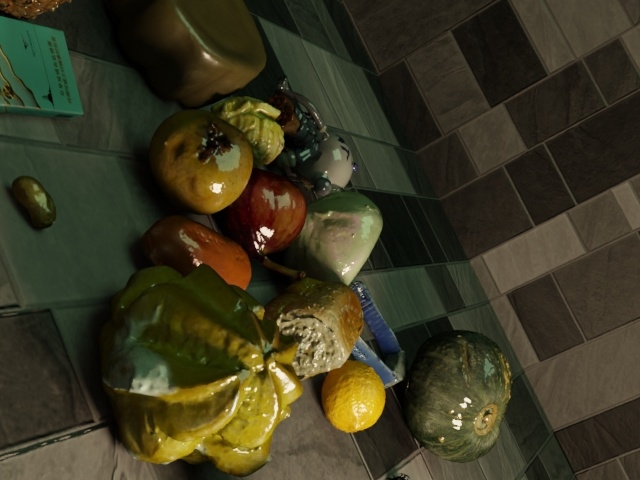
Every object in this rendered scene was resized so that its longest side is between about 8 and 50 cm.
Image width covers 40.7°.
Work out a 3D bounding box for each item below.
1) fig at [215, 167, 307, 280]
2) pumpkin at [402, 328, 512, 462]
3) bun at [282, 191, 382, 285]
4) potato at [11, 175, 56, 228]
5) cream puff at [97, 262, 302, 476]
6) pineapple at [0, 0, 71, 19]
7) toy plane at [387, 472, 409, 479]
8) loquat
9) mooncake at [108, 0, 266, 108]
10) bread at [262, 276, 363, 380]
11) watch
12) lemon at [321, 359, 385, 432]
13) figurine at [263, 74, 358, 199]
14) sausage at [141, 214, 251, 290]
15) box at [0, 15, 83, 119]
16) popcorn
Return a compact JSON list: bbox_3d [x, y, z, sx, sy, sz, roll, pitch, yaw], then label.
[{"bbox_3d":[-0.135,-0.027,1.845,0.203,0.186,0.250,28,54,-36],"label":"fig"},{"bbox_3d":[0.358,0.394,2.220,0.257,0.328,0.291,26,-2,44],"label":"pumpkin"},{"bbox_3d":[0.000,0.000,1.998,0.187,0.293,0.293,33,28,-10],"label":"bun"},{"bbox_3d":[-0.445,-0.061,1.349,0.092,0.045,0.046,59,23,-13],"label":"potato"},{"bbox_3d":[-0.165,0.190,1.358,0.378,0.275,0.378,48,22,-27],"label":"cream puff"},{"bbox_3d":[-0.456,-0.487,1.448,0.202,0.361,0.202,-10,90,-73],"label":"pineapple"},{"bbox_3d":[0.196,0.580,2.005,0.145,0.037,0.060,34,38,-47],"label":"toy plane"},{"bbox_3d":[-0.236,-0.163,1.718,0.213,0.213,0.213,48,25,-31],"label":"loquat"},{"bbox_3d":[-0.314,-0.488,1.990,0.378,0.200,0.379,42,31,-32],"label":"mooncake"},{"bbox_3d":[-0.028,0.174,1.790,0.176,0.195,0.246,61,21,-9],"label":"bread"},{"bbox_3d":[0.120,0.253,2.200,0.275,0.068,0.276,62,22,-1],"label":"watch"},{"bbox_3d":[0.070,0.335,1.887,0.142,0.142,0.187,47,19,-33],"label":"lemon"},{"bbox_3d":[-0.038,-0.237,2.308,0.382,0.186,0.261,38,36,-53],"label":"figurine"},{"bbox_3d":[-0.225,0.038,1.613,0.258,0.133,0.133,34,34,-52],"label":"sausage"},{"bbox_3d":[-0.506,-0.294,1.468,0.229,0.041,0.162,-12,87,-68],"label":"box"},{"bbox_3d":[-0.179,-0.247,2.023,0.167,0.187,0.186,-13,82,-31],"label":"popcorn"}]
